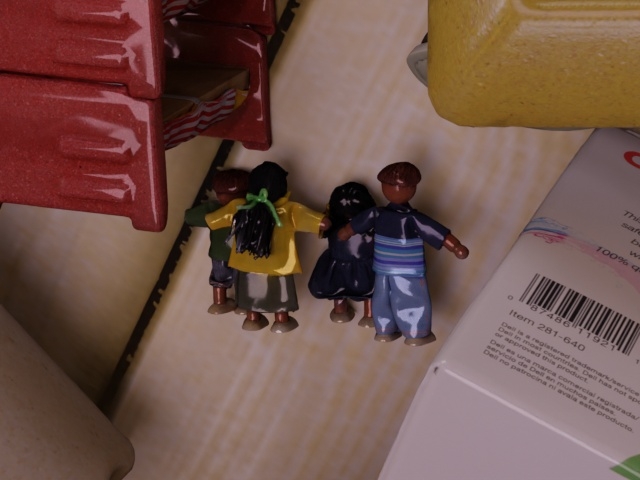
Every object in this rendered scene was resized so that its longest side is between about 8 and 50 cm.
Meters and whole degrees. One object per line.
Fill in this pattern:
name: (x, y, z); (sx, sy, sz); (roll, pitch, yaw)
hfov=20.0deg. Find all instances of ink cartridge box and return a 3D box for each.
ink cartridge box: (0.176, 0.079, 0.946); (0.201, 0.278, 0.117); (28, 127, 10)

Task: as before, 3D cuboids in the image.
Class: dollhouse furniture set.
dollhouse furniture set: (-0.227, -0.125, 1.079); (0.374, 0.201, 0.152); (8, 109, 17)

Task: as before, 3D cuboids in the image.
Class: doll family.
doll family: (0.000, 0.000, 1.109); (0.193, 0.076, 0.111); (3, 103, 14)

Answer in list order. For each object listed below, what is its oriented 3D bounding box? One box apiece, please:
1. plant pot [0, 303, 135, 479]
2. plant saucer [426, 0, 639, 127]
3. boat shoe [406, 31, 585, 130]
plant pot: (-0.298, 0.122, 1.144); (0.305, 0.334, 0.334); (40, 116, -8)
plant saucer: (0.209, -0.219, 0.856); (0.333, 0.081, 0.332); (1, 93, 13)
boat shoe: (0.151, -0.107, 1.004); (0.228, 0.081, 0.068); (7, 66, 41)
